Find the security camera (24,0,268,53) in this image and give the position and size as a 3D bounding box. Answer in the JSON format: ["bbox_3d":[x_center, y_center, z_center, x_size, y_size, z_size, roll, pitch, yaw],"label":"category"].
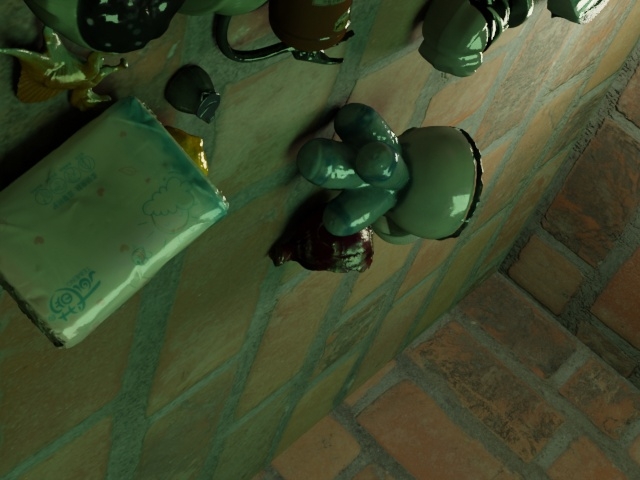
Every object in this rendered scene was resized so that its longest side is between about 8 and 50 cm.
[{"bbox_3d":[-0.170,-0.286,0.945,0.277,0.191,0.197,-31,157,-40],"label":"security camera"}]

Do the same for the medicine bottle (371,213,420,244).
[{"bbox_3d":[0.165,-0.096,2.158,0.165,0.165,0.273,-46,164,-7],"label":"medicine bottle"}]

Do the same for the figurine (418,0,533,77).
[{"bbox_3d":[0.287,-0.412,1.841,0.236,0.133,0.176,-41,152,-29],"label":"figurine"}]

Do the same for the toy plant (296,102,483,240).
[{"bbox_3d":[0.105,-0.124,1.835,0.332,0.247,0.247,5,131,-29],"label":"toy plant"}]

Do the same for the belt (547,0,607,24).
[{"bbox_3d":[0.605,-0.619,2.169,0.260,0.122,0.325,-51,162,-6],"label":"belt"}]

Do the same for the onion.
[{"bbox_3d":[0.000,0.000,2.036,0.195,0.218,0.139,-95,180,-74],"label":"onion"}]

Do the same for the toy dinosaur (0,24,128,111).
[{"bbox_3d":[-0.298,-0.190,1.096,0.212,0.057,0.142,-8,157,-47],"label":"toy dinosaur"}]

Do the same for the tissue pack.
[{"bbox_3d":[-0.274,-0.024,1.207,0.271,0.201,0.124,-42,-177,-19],"label":"tissue pack"}]

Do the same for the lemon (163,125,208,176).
[{"bbox_3d":[-0.222,-0.089,1.356,0.155,0.114,0.114,-43,162,-5],"label":"lemon"}]

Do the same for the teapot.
[{"bbox_3d":[-0.169,-0.193,1.352,0.066,0.057,0.088,-42,161,-15],"label":"teapot"}]

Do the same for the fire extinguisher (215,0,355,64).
[{"bbox_3d":[-0.037,-0.355,1.295,0.200,0.113,0.376,0,147,-6],"label":"fire extinguisher"}]
